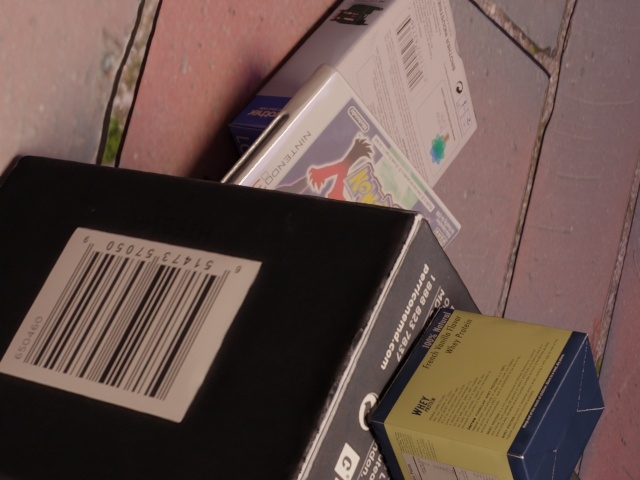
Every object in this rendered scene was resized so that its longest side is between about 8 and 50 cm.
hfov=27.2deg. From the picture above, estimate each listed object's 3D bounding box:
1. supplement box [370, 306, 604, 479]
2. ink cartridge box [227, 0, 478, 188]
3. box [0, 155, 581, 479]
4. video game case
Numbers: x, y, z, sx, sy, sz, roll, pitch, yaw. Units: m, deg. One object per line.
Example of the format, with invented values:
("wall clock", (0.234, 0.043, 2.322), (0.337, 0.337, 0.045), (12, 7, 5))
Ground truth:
("supplement box", (0.084, 0.086, 0.660), (0.083, 0.083, 0.056), (-53, 138, -36))
("ink cartridge box", (0.026, -0.080, 1.091), (0.311, 0.065, 0.185), (-54, 139, -37))
("box", (-0.032, 0.153, 0.847), (0.395, 0.294, 0.212), (53, 54, -48))
("video game case", (0.000, 0.000, 0.984), (0.183, 0.023, 0.201), (-50, 132, -8))
